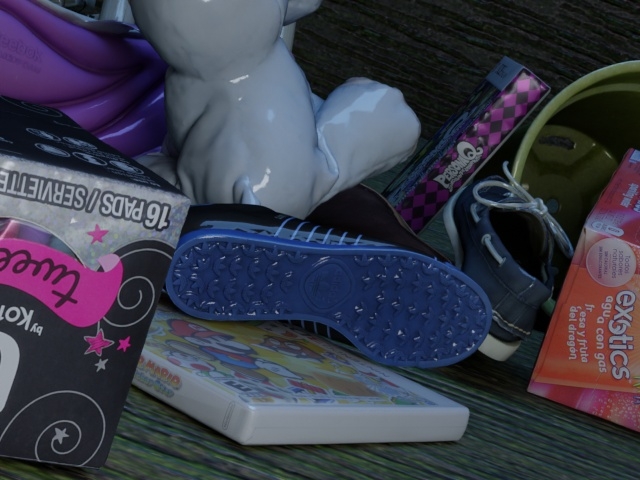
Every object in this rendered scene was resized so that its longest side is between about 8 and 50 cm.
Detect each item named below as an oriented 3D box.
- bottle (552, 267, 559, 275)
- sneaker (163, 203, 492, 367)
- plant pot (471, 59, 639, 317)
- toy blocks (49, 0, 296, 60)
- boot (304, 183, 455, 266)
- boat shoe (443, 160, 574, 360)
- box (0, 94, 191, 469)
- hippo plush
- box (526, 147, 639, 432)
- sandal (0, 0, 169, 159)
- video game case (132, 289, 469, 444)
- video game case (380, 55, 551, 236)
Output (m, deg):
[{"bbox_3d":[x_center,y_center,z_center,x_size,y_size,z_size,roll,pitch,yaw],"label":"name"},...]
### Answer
[{"bbox_3d":[0.377,0.034,2.095,0.283,0.092,0.118,14,10,-29],"label":"bottle"},{"bbox_3d":[-0.002,0.020,1.205,0.232,0.081,0.090,14,16,-24],"label":"sneaker"},{"bbox_3d":[0.271,-0.032,1.843,0.276,0.276,0.254,17,-4,-15],"label":"plant pot"},{"bbox_3d":[-0.208,-0.223,2.209,0.309,0.260,0.288,-3,-30,19],"label":"toy blocks"},{"bbox_3d":[0.000,0.000,1.484,0.248,0.090,0.207,28,10,30],"label":"boot"},{"bbox_3d":[0.145,0.002,1.452,0.095,0.079,0.254,40,22,-6],"label":"boat shoe"},{"bbox_3d":[-0.214,0.001,0.835,0.247,0.142,0.163,12,12,-34],"label":"box"},{"bbox_3d":[-0.088,-0.122,1.390,0.234,0.236,0.294,-9,18,32],"label":"hippo plush"},{"bbox_3d":[0.280,0.041,1.498,0.154,0.142,0.300,20,19,10],"label":"box"},{"bbox_3d":[-0.161,-0.111,1.533,0.416,0.169,0.102,12,-6,-39],"label":"sandal"},{"bbox_3d":[-0.050,0.072,1.128,0.206,0.026,0.227,24,10,35],"label":"video game case"},{"bbox_3d":[0.130,-0.084,1.864,0.042,0.232,0.210,41,7,-5],"label":"video game case"}]
